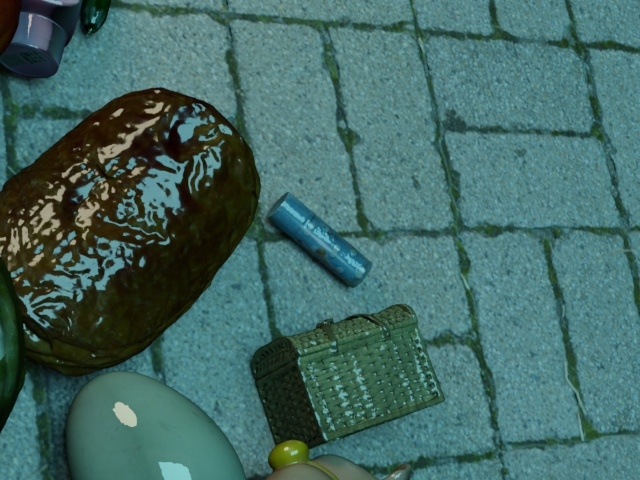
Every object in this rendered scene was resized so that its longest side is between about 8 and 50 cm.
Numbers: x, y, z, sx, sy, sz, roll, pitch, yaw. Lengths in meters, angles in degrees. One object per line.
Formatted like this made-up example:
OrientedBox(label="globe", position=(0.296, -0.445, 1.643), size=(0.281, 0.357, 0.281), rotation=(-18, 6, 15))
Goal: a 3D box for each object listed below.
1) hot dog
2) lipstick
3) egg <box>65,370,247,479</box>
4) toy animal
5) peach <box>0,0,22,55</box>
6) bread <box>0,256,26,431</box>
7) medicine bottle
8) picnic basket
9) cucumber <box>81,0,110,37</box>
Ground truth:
OrientedBox(label="hot dog", position=(-0.251, -0.009, 1.500), size=(0.267, 0.174, 0.387), rotation=(46, 68, -5))
OrientedBox(label="lipstick", position=(0.000, 0.000, 1.706), size=(0.158, 0.048, 0.048), rotation=(40, 57, -11))
OrientedBox(label="egg", position=(-0.191, 0.268, 1.418), size=(0.183, 0.183, 0.264), rotation=(-32, 82, -34))
OrientedBox(label="toy animal", position=(-0.006, 0.333, 1.492), size=(0.248, 0.149, 0.165), rotation=(13, 101, -53))
OrientedBox(label="peach", position=(-0.483, -0.307, 1.426), size=(0.281, 0.238, 0.281), rotation=(4, 60, -7))
OrientedBox(label="bread", position=(-0.500, 0.115, 1.276), size=(0.382, 0.129, 0.366), rotation=(-28, 90, -13))
OrientedBox(label="medicine bottle", position=(-0.354, -0.306, 1.575), size=(0.094, 0.119, 0.188), rotation=(17, 64, -18))
OrientedBox(label="picnic basket", position=(0.032, 0.175, 1.609), size=(0.196, 0.134, 0.154), rotation=(-14, 78, -32))
OrientedBox(label="cucumber", position=(-0.299, -0.338, 1.668), size=(0.039, 0.039, 0.167), rotation=(15, 63, -24))
